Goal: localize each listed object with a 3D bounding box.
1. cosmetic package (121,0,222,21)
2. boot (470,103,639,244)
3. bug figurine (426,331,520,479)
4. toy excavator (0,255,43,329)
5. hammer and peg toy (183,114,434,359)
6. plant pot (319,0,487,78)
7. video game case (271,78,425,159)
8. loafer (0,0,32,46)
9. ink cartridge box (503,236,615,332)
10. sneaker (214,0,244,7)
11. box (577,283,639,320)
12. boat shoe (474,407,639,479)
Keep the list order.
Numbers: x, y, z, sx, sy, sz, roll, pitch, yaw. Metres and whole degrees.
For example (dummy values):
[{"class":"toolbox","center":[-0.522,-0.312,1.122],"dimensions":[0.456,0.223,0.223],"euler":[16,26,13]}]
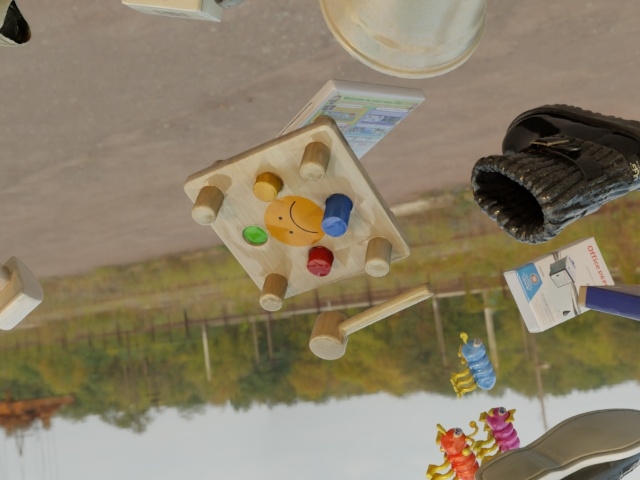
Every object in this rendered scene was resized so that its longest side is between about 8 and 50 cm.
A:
[{"class":"cosmetic package","center":[-0.247,-0.564,1.610],"dimensions":[0.160,0.309,0.113],"euler":[9,-174,16]},{"class":"boot","center":[0.328,-0.110,1.380],"dimensions":[0.260,0.131,0.348],"euler":[-24,-163,-21]},{"class":"bug figurine","center":[0.234,0.279,1.299],"dimensions":[0.072,0.216,0.279],"euler":[-14,-152,27]},{"class":"toy excavator","center":[-0.617,0.004,1.340],"dimensions":[0.222,0.433,0.445],"euler":[-42,-164,4]},{"class":"hammer and peg toy","center":[0.000,0.000,1.331],"dimensions":[0.266,0.361,0.127],"euler":[-21,-148,25]},{"class":"plant pot","center":[0.189,-0.505,1.561],"dimensions":[0.334,0.333,0.305],"euler":[-5,162,-15]},{"class":"video game case","center":[0.037,-0.187,1.436],"dimensions":[0.212,0.023,0.193],"euler":[-3,152,-44]},{"class":"loafer","center":[-0.315,-0.231,0.836],"dimensions":[0.050,0.056,0.148],"euler":[14,166,13]},{"class":"ink cartridge box","center":[0.506,0.092,1.878],"dimensions":[0.191,0.139,0.082],"euler":[-23,177,-9]},{"class":"sneaker","center":[-0.082,-0.361,0.975],"dimensions":[0.130,0.087,0.227],"euler":[20,137,-31]},{"class":"box","center":[0.479,0.093,1.200],"dimensions":[0.136,0.036,0.225],"euler":[1,-172,-32]},{"class":"boat shoe","center":[0.341,0.315,1.219],"dimensions":[0.302,0.091,0.114],"euler":[-14,-161,-18]}]
